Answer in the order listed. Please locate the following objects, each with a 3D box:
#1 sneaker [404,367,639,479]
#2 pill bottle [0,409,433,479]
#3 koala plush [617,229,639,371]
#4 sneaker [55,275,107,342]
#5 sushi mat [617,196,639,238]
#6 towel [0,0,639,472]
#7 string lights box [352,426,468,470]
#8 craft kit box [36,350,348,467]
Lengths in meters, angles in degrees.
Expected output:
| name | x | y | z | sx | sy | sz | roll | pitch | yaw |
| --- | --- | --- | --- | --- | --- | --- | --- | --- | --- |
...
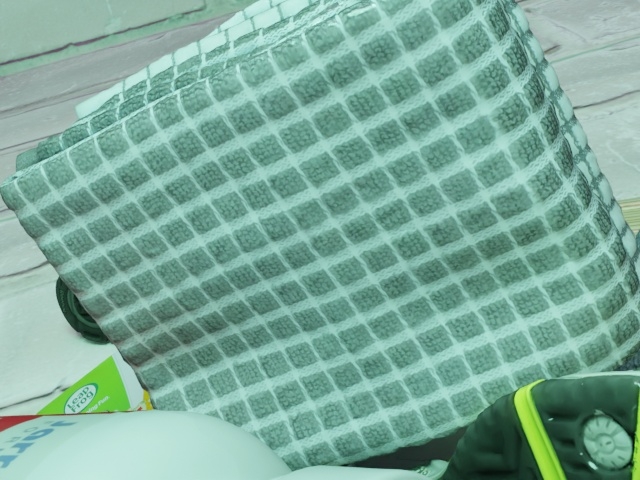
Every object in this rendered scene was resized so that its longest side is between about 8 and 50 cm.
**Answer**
| name | x | y | z | sx | sy | sz | roll | pitch | yaw |
| --- | --- | --- | --- | --- | --- | --- | --- | --- | --- |
| sneaker | 0.134 | 0.131 | 0.488 | 0.147 | 0.145 | 0.384 | -10 | -10 | -33 |
| pill bottle | -0.137 | 0.197 | 0.483 | 0.407 | 0.229 | 0.229 | -8 | 26 | 32 |
| koala plush | 0.273 | 0.044 | 0.707 | 0.196 | 0.203 | 0.221 | 12 | 48 | 42 |
| sneaker | -0.116 | 0.023 | 1.016 | 0.286 | 0.109 | 0.130 | -3 | 22 | 17 |
| sushi mat | 0.338 | -0.010 | 0.942 | 0.316 | 0.019 | 0.151 | -8 | 26 | 13 |
| towel | 0.000 | 0.000 | 0.532 | 0.283 | 0.235 | 0.121 | -24 | 24 | 22 |
| string lights box | 0.124 | 0.086 | 0.795 | 0.133 | 0.077 | 0.260 | -4 | 28 | 26 |
| craft kit box | -0.091 | 0.130 | 0.755 | 0.250 | 0.061 | 0.246 | -38 | 26 | -1 |
